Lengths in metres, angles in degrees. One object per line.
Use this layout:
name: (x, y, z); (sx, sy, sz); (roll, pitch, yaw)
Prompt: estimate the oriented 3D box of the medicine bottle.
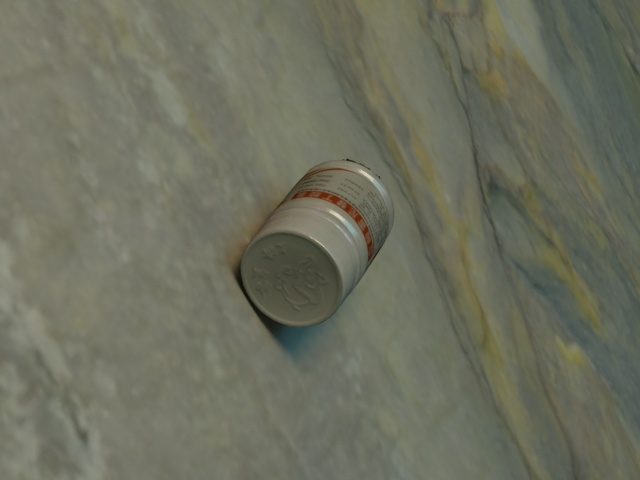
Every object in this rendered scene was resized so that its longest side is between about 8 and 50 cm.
medicine bottle: (0.000, 0.000, 0.820); (0.057, 0.057, 0.089); (59, 31, -13)
